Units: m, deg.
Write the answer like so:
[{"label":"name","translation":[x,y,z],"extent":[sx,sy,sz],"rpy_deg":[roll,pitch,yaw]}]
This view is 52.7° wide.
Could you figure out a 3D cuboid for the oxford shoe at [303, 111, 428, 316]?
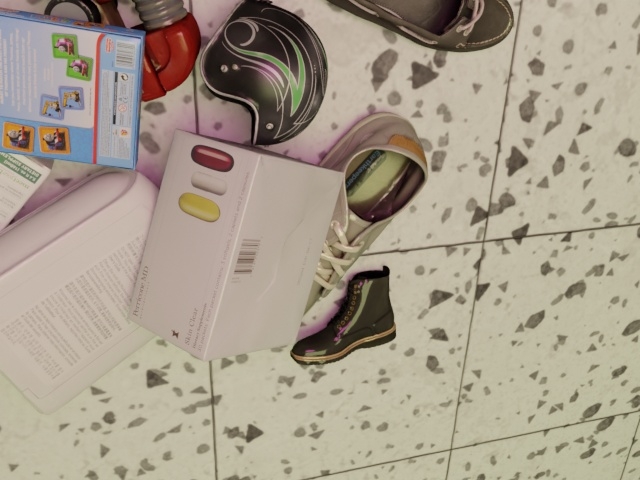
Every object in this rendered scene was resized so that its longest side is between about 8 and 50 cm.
[{"label":"oxford shoe","translation":[0.000,0.000,0.998],"extent":[0.169,0.130,0.449],"rpy_deg":[33,103,-31]}]

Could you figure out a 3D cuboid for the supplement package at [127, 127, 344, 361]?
[{"label":"supplement package","translation":[-0.110,0.005,0.874],"extent":[0.204,0.145,0.261],"rpy_deg":[3,105,-58]}]

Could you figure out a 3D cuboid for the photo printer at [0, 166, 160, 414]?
[{"label":"photo printer","translation":[-0.316,0.059,0.881],"extent":[0.308,0.107,0.256],"rpy_deg":[-38,136,-20]}]

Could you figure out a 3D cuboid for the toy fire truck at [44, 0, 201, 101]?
[{"label":"toy fire truck","translation":[-0.189,-0.303,0.776],"extent":[0.247,0.158,0.217],"rpy_deg":[-17,120,7]}]

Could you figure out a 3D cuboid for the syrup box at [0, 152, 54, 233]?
[{"label":"syrup box","translation":[-0.457,-0.042,0.841],"extent":[0.093,0.096,0.237],"rpy_deg":[38,99,-28]}]

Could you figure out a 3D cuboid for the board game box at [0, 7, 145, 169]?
[{"label":"board game box","translation":[-0.312,-0.171,0.728],"extent":[0.212,0.039,0.160],"rpy_deg":[6,119,-12]}]

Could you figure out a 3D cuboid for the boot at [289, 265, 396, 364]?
[{"label":"boot","translation":[0.035,0.125,1.111],"extent":[0.198,0.077,0.136],"rpy_deg":[-17,116,-25]}]

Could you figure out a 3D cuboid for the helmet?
[{"label":"helmet","translation":[-0.069,-0.214,0.846],"extent":[0.162,0.169,0.169],"rpy_deg":[35,101,-12]}]

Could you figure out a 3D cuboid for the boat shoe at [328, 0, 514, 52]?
[{"label":"boat shoe","translation":[0.140,-0.330,0.894],"extent":[0.336,0.095,0.112],"rpy_deg":[10,112,-22]}]
